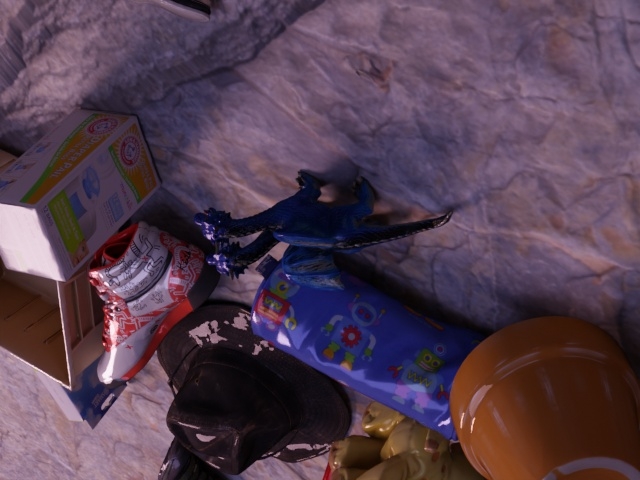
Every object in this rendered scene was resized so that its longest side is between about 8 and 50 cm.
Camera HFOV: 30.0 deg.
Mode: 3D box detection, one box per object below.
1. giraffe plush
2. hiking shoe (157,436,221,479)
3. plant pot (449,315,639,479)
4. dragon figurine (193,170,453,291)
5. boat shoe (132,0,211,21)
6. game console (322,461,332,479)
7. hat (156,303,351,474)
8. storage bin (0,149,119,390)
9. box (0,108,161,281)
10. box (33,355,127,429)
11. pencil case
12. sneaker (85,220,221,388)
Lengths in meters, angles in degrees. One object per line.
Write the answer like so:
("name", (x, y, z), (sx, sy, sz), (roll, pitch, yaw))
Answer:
("giraffe plush", (0.136, 0.302, 1.544), (0.210, 0.181, 0.170), (-39, 114, 17))
("hiking shoe", (-0.196, 0.394, 1.944), (0.114, 0.086, 0.227), (13, 142, 9))
("plant pot", (0.253, 0.214, 1.248), (0.205, 0.188, 0.205), (-3, 120, -5))
("dragon figurine", (0.000, 0.000, 1.335), (0.289, 0.144, 0.085), (14, 136, 28))
("boat shoe", (-0.170, -0.269, 1.287), (0.125, 0.038, 0.046), (22, 174, 21))
("game console", (0.077, 0.377, 1.753), (0.144, 0.085, 0.124), (23, 108, 18))
("hat", (-0.130, 0.242, 1.684), (0.331, 0.134, 0.331), (22, 139, 20))
("storage bin", (-0.412, 0.028, 1.663), (0.262, 0.123, 0.260), (25, 133, 26))
("box", (-0.305, -0.061, 1.465), (0.103, 0.203, 0.114), (10, 132, 30))
("box", (-0.381, 0.194, 1.852), (0.042, 0.109, 0.178), (-4, 125, 35))
("pencil case", (0.062, 0.115, 1.424), (0.306, 0.133, 0.119), (28, -175, 14))
("sneaker", (-0.264, 0.082, 1.599), (0.145, 0.090, 0.270), (32, 123, -22))
